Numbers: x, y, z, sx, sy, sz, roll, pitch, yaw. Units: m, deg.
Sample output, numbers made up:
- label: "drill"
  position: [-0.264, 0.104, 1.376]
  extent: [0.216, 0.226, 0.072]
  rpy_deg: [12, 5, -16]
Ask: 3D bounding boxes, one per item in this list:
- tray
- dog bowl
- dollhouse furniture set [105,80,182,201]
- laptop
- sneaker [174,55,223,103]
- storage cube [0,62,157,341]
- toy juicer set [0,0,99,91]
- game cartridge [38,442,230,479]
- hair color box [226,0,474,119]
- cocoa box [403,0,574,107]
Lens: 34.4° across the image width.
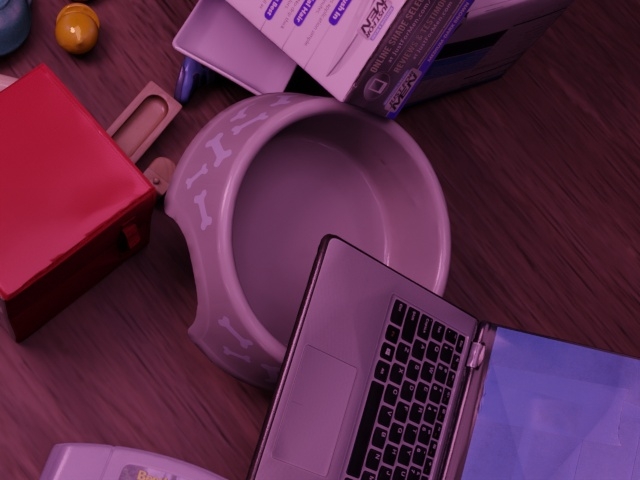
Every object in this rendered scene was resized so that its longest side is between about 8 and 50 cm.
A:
- label: "tray"
  position: [-0.081, -0.282, 1.316]
  extent: [0.145, 0.030, 0.270]
  rpy_deg: [29, 48, -8]
- label: "dog bowl"
  position: [0.000, 0.000, 1.151]
  extent: [0.349, 0.102, 0.348]
  rpy_deg: [3, 85, -34]
- label: "dollhouse furniture set"
  position: [-0.156, -0.122, 1.210]
  extent: [0.151, 0.123, 0.144]
  rpy_deg: [40, 66, -9]
- label: "laptop"
  position: [0.161, 0.243, 1.041]
  extent: [0.408, 0.236, 0.382]
  rpy_deg: [30, 69, -37]
- label: "sneaker"
  position: [-0.138, -0.227, 1.309]
  extent: [0.059, 0.053, 0.144]
  rpy_deg: [29, 67, -3]
- label: "storage cube"
  position: [-0.316, -0.037, 1.124]
  extent: [0.193, 0.183, 0.215]
  rpy_deg: [-41, 84, -22]
- label: "toy juicer set"
  position: [-0.384, -0.263, 1.253]
  extent: [0.209, 0.089, 0.329]
  rpy_deg: [31, 57, -15]
- label: "game cartridge"
  position: [-0.170, 0.331, 1.090]
  extent: [0.294, 0.060, 0.196]
  rpy_deg: [21, 63, -5]
- label: "hair color box"
  position: [0.001, -0.307, 1.160]
  extent: [0.110, 0.185, 0.339]
  rpy_deg: [11, 29, -51]
- label: "cocoa box"
  position: [0.124, -0.378, 1.317]
  extent: [0.231, 0.228, 0.347]
  rpy_deg: [-21, 75, -31]
